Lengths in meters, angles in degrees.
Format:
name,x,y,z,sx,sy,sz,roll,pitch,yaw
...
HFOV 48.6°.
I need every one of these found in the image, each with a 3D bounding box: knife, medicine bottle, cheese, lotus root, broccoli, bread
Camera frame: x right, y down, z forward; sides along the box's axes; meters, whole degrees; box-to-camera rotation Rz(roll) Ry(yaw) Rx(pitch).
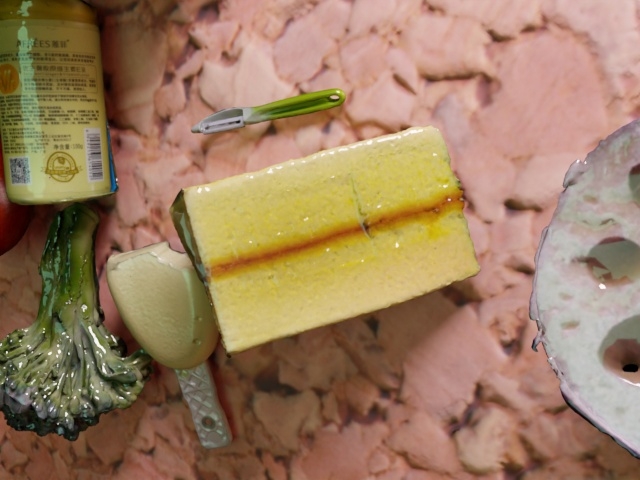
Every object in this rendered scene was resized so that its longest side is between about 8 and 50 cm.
name,x,y,z,sx,sy,sz,roll,pitch,yaw
knife,-0.057,-0.133,0.734,0.184,0.026,0.022,-6,137,27
medicine bottle,-0.304,-0.162,0.806,0.124,0.124,0.238,1,98,28
cheese,-0.155,0.123,0.820,0.127,0.050,0.255,-17,98,16
lotus root,0.298,0.035,0.487,0.272,0.192,0.272,1,91,32
broccoli,-0.287,0.108,0.846,0.199,0.177,0.274,28,95,19
bread,0.004,-0.001,0.719,0.264,0.163,0.167,-15,92,-2

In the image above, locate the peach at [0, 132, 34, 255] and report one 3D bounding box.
name,x,y,z,sx,sy,sz,roll,pitch,yaw
peach,-0.451,-0.062,0.866,0.190,0.190,0.192,27,131,21
